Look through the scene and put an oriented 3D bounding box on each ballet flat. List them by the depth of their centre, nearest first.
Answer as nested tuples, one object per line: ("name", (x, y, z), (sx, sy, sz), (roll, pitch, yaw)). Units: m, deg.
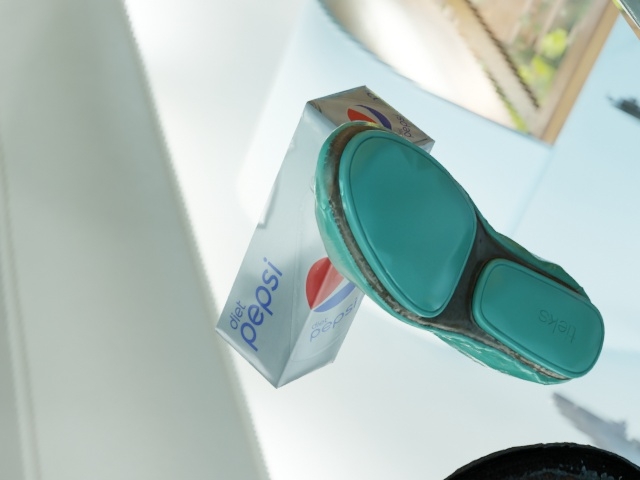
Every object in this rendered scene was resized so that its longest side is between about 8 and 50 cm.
("ballet flat", (0.058, 0.014, 0.823), (0.087, 0.083, 0.247), (7, 159, 47))

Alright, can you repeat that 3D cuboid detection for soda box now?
("soda box", (0.000, 0.000, 1.429), (0.098, 0.286, 0.091), (41, -143, 24))

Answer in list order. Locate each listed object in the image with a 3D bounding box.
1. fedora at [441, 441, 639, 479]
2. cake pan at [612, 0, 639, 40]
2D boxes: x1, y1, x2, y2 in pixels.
("fedora", (0.197, 0.309, 1.131), (0.334, 0.334, 0.152), (8, 174, -25))
("cake pan", (0.268, -0.132, 1.060), (0.293, 0.054, 0.293), (51, -166, -17))
